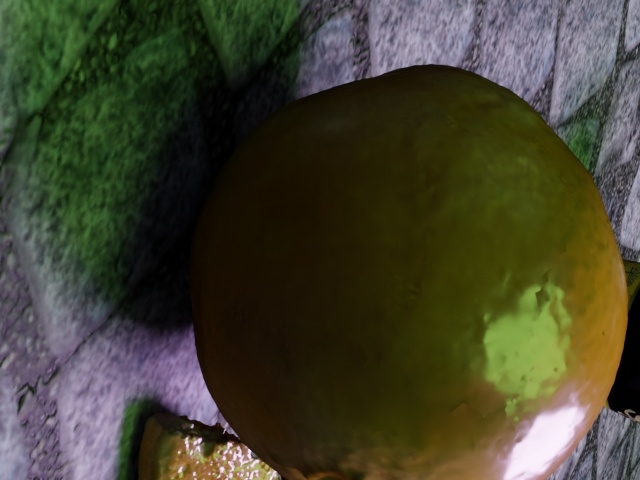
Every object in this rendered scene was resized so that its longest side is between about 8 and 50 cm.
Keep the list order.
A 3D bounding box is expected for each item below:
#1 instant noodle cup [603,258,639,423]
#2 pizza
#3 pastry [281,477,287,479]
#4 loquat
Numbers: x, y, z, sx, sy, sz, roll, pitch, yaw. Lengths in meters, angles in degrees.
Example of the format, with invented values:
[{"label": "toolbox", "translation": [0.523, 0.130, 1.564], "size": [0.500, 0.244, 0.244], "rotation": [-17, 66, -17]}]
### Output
[{"label": "instant noodle cup", "translation": [0.342, 0.107, 1.714], "size": [0.215, 0.236, 0.215], "rotation": [-41, 141, -46]}, {"label": "pizza", "translation": [-0.071, 0.220, 1.122], "size": [0.127, 0.058, 0.246], "rotation": [-48, 128, 0]}, {"label": "pastry", "translation": [0.005, 0.317, 1.271], "size": [0.218, 0.100, 0.229], "rotation": [24, 90, -34]}, {"label": "loquat", "translation": [0.062, 0.039, 1.020], "size": [0.328, 0.328, 0.328], "rotation": [-42, 142, -46]}]
